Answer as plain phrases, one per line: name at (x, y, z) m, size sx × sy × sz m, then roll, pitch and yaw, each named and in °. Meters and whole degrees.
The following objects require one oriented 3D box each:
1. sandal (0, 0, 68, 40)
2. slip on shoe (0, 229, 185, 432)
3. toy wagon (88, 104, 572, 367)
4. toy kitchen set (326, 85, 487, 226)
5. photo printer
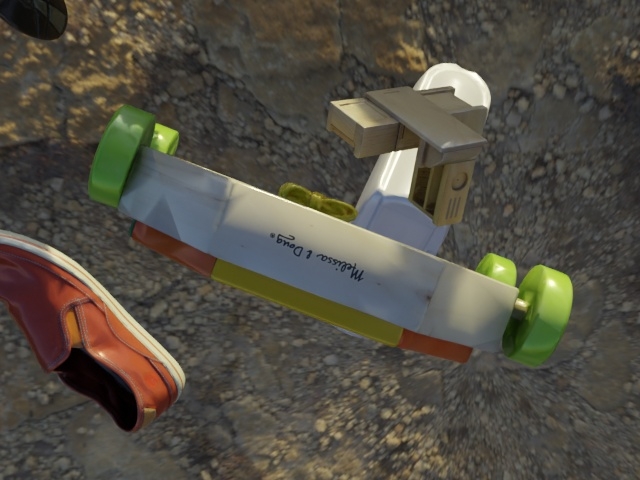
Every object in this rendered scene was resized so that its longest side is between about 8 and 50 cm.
sandal at (-0.476, -0.362, 1.394) m, size 0.060 × 0.219 × 0.090 m, roll 32°, pitch 107°, yaw 51°
slip on shoe at (-0.314, 0.110, 1.162) m, size 0.331 × 0.101 × 0.123 m, roll 44°, pitch 132°, yaw -10°
toy wagon at (0.000, 0.000, 0.620) m, size 0.267 × 0.344 × 0.068 m, roll 21°, pitch 91°, yaw -3°
toy kitchen set at (0.053, -0.035, 0.512) m, size 0.068 × 0.083 × 0.075 m, roll 44°, pitch 136°, yaw 44°
photo printer at (0.112, -0.062, 1.193) m, size 0.107 × 0.256 × 0.307 m, roll 25°, pitch 47°, yaw 1°
